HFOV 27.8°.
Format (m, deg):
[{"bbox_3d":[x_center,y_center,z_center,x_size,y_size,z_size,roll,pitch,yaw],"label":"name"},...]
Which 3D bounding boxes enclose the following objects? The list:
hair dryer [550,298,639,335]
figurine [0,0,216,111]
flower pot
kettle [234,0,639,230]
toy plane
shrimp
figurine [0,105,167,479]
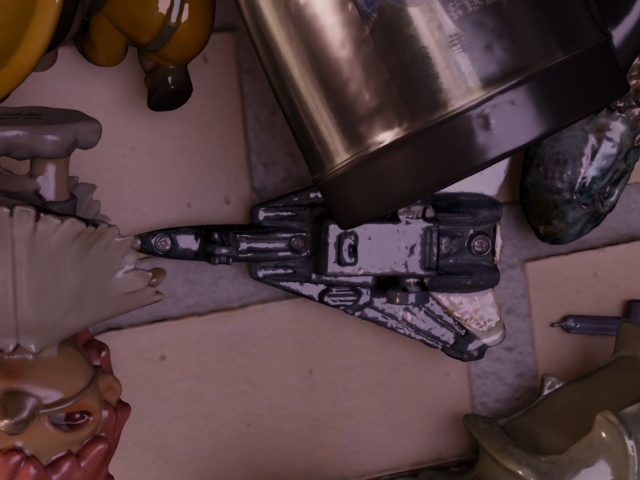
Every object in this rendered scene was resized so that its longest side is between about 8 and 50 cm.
[{"bbox_3d":[0.264,0.085,1.189,0.114,0.037,0.063,4,94,-15],"label":"hair dryer"},{"bbox_3d":[-0.198,-0.187,0.909,0.257,0.167,0.192,0,80,-24],"label":"figurine"},{"bbox_3d":[0.283,0.213,1.123,0.367,0.164,0.254,-31,109,-9],"label":"flower pot"},{"bbox_3d":[0.079,-0.216,0.891,0.321,0.228,0.324,-27,92,9],"label":"kettle"},{"bbox_3d":[0.004,0.001,1.036,0.316,0.103,0.204,-1,95,-22],"label":"toy plane"},{"bbox_3d":[0.279,-0.164,1.098,0.137,0.172,0.372,1,111,-54],"label":"shrimp"},{"bbox_3d":[-0.213,0.098,0.910,0.207,0.166,0.387,0,109,-13],"label":"figurine"}]
